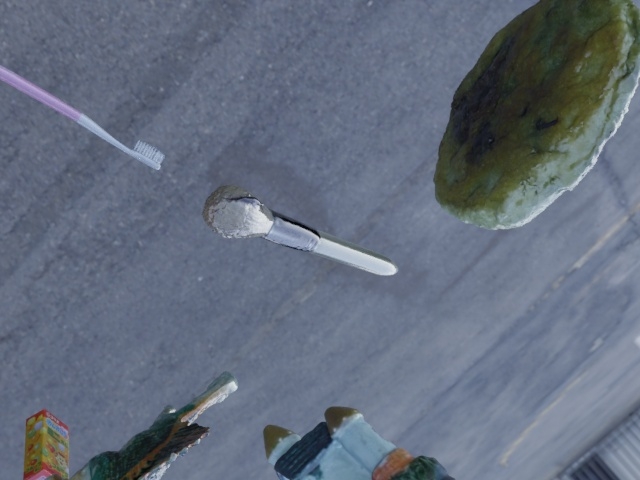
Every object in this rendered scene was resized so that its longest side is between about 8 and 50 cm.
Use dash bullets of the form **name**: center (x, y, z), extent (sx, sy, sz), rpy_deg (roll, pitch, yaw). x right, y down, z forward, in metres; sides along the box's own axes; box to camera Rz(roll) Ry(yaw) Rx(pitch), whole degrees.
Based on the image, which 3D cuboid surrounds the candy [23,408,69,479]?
- **candy**: center (-0.405, 0.317, 1.209), extent (0.038, 0.122, 0.062), rpy_deg (-30, 128, 6)

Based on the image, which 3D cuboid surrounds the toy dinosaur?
- **toy dinosaur**: center (-0.106, 0.130, 0.455), extent (0.106, 0.044, 0.187), rpy_deg (-32, 176, 18)

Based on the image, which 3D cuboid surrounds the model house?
- **model house**: center (0.032, 0.350, 1.212), extent (0.184, 0.291, 0.253), rpy_deg (-44, 152, -19)

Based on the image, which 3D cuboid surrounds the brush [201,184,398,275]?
- **brush**: center (0.000, 0.000, 0.735), extent (0.299, 0.039, 0.042), rpy_deg (18, 93, -53)

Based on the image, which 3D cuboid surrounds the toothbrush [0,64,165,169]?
- **toothbrush**: center (-0.320, -0.167, 1.017), extent (0.286, 0.020, 0.025), rpy_deg (30, 80, -27)

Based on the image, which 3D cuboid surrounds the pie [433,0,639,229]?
- **pie**: center (0.240, -0.162, 0.973), extent (0.070, 0.323, 0.323), rpy_deg (23, 119, -26)
